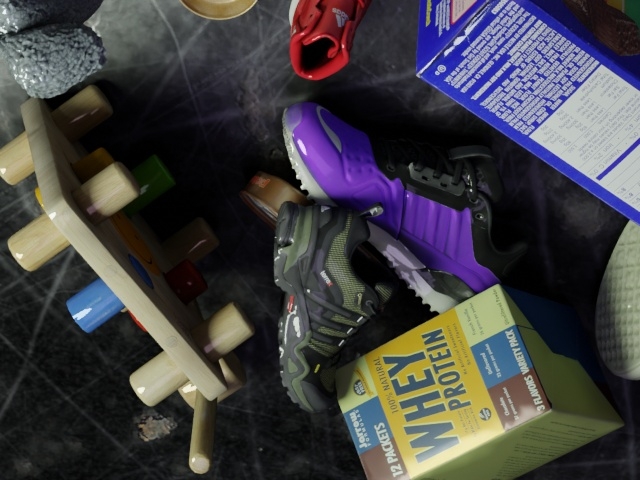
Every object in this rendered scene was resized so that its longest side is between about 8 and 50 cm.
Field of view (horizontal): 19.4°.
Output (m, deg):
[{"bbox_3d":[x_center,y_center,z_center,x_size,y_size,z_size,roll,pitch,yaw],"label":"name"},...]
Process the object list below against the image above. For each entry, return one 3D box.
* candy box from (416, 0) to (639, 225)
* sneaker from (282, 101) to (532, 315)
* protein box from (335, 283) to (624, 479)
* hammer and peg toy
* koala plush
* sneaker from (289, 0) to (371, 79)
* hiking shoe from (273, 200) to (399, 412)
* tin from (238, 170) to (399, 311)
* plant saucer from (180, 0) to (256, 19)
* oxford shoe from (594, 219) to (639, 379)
[{"bbox_3d":[0.241,-0.165,1.575,0.317,0.268,0.122,32,125,-20],"label":"candy box"},{"bbox_3d":[0.093,-0.056,1.777,0.146,0.102,0.293,-35,123,21],"label":"sneaker"},{"bbox_3d":[0.156,0.157,1.850,0.201,0.136,0.200,-30,158,22],"label":"protein box"},{"bbox_3d":[-0.153,0.041,1.756,0.127,0.266,0.361,-35,119,4],"label":"hammer and peg toy"},{"bbox_3d":[-0.210,-0.266,1.604,0.221,0.203,0.196,-36,107,2],"label":"koala plush"},{"bbox_3d":[0.035,-0.231,1.622,0.087,0.128,0.221,16,126,-9],"label":"sneaker"},{"bbox_3d":[0.017,0.068,1.745,0.114,0.086,0.227,-2,123,4],"label":"hiking shoe"},{"bbox_3d":[0.000,0.000,1.817,0.189,0.106,0.040,42,78,-26],"label":"tin"},{"bbox_3d":[-0.093,-0.240,1.693,0.083,0.015,0.083,1,126,2],"label":"plant saucer"},{"bbox_3d":[0.407,-0.029,1.748,0.130,0.169,0.449,11,128,-29],"label":"oxford shoe"}]
